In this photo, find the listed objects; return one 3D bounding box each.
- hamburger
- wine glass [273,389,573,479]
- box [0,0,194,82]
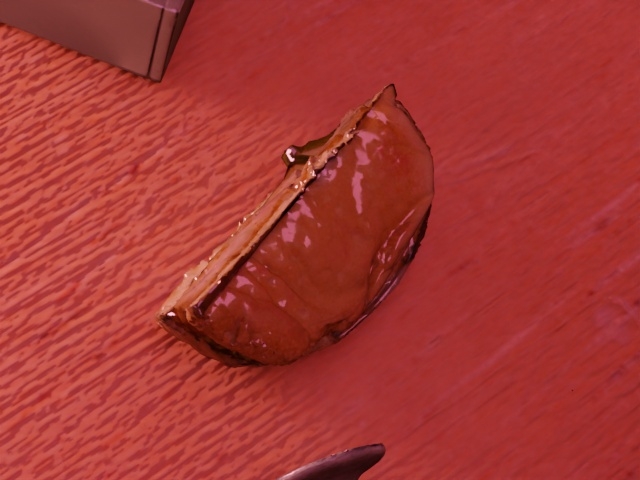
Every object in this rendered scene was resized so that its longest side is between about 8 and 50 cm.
[{"bbox_3d":[0.000,0.000,1.226,0.131,0.124,0.262,46,68,-13],"label":"hamburger"},{"bbox_3d":[0.133,0.275,1.137,0.264,0.096,0.309,-18,73,-14],"label":"wine glass"},{"bbox_3d":[-0.188,-0.278,1.289,0.225,0.117,0.225,21,64,-3],"label":"box"}]
